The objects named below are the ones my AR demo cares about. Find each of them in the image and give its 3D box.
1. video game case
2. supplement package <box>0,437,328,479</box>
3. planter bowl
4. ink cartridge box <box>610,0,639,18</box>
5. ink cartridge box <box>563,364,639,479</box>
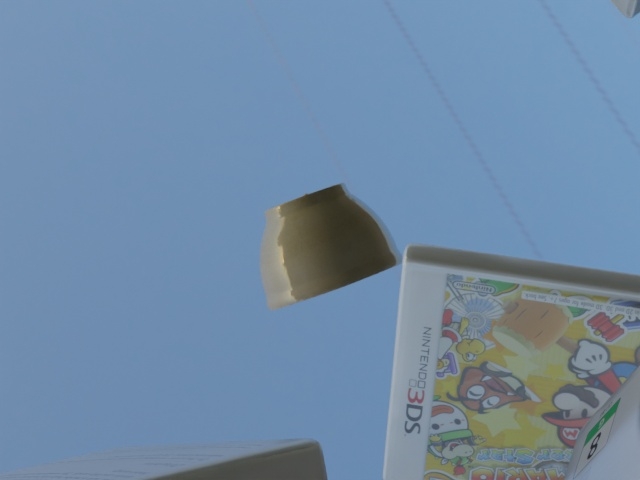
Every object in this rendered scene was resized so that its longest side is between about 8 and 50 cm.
[{"bbox_3d":[0.162,0.107,0.901,0.227,0.206,0.026,8,-146,8],"label":"video game case"},{"bbox_3d":[-0.149,0.180,0.425,0.293,0.177,0.175,-7,-95,-34],"label":"supplement package"},{"bbox_3d":[0.000,0.000,1.431,0.162,0.162,0.109,-20,-88,-27],"label":"planter bowl"},{"bbox_3d":[0.259,-0.285,0.924,0.208,0.087,0.153,-35,-111,-7],"label":"ink cartridge box"},{"bbox_3d":[0.127,0.105,0.441,0.056,0.181,0.225,32,-136,3],"label":"ink cartridge box"}]
